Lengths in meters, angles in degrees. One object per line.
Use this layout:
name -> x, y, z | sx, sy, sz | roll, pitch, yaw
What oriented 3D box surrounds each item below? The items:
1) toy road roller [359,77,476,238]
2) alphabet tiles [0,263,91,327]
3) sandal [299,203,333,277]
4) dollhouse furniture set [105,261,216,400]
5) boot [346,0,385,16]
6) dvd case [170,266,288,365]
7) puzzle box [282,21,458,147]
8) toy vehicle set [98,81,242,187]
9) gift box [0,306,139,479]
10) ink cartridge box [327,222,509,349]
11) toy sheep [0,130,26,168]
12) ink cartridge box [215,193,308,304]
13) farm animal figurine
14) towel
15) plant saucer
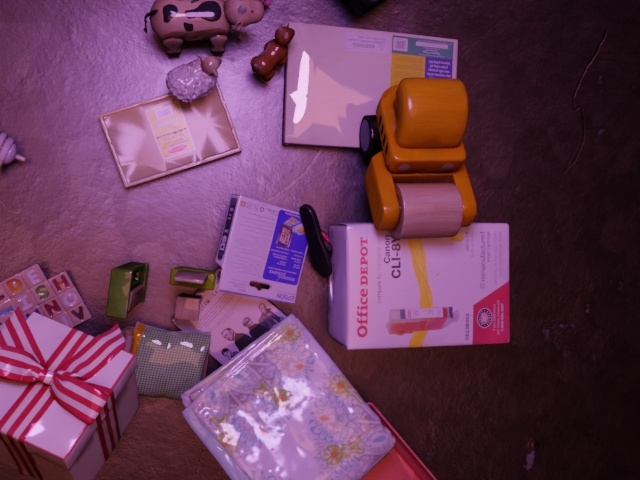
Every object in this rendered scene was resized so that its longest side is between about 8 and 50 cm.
toy road roller -> 0.210, -0.186, 1.330 | 0.203, 0.240, 0.329 | -3, 63, -12
alphabet tiles -> -0.614, 0.170, 1.338 | 0.237, 0.009, 0.198 | -29, 110, -18
sandal -> 0.000, 0.000, 1.437 | 0.040, 0.067, 0.179 | -26, 110, -34
dollhouse furniture set -> -0.333, 0.207, 1.335 | 0.198, 0.151, 0.301 | 8, 95, -4
boot -> 0.086, -0.767, 1.395 | 0.367, 0.146, 0.445 | -42, 91, -3
dvd case -> -0.188, 0.190, 1.451 | 0.239, 0.029, 0.179 | 43, 83, -9
puzzle box -> 0.118, -0.343, 1.490 | 0.409, 0.052, 0.272 | 2, 91, -13
toy vehicle set -> -0.324, -0.233, 1.405 | 0.267, 0.035, 0.166 | -19, 96, -11
gift box -> -0.499, 0.288, 1.223 | 0.255, 0.258, 0.276 | 18, 51, 3
ink cartridge box -> 0.221, 0.098, 1.470 | 0.385, 0.160, 0.279 | -1, 91, -12
toy sheep -> -0.668, -0.187, 1.308 | 0.132, 0.091, 0.091 | 25, 86, -26
ink cartridge box -> -0.124, 0.023, 1.414 | 0.206, 0.045, 0.208 | 16, 86, -37
farm animal figurine -> -0.209, -0.486, 1.332 | 0.327, 0.172, 0.330 | -23, 88, -11
towel -> -0.069, 0.387, 1.361 | 0.320, 0.090, 0.374 | -37, 83, -17
plant saucer -> 0.096, 0.540, 1.425 | 0.258, 0.048, 0.259 | -40, 89, -18
